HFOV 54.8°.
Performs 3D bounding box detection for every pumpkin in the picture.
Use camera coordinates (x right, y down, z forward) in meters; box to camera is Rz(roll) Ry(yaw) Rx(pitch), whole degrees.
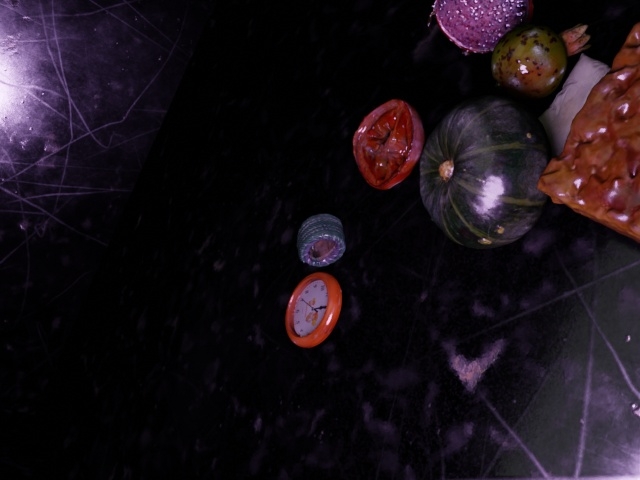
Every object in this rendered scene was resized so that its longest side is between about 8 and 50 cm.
[{"bbox_3d":[0.325,-0.130,1.217,0.300,0.207,0.301,-24,63,61],"label":"pumpkin"}]

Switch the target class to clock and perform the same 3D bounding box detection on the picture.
[{"bbox_3d":[-0.018,0.181,1.624,0.205,0.051,0.205,-30,49,40],"label":"clock"}]

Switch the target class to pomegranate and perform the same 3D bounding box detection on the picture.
[{"bbox_3d":[0.445,-0.373,1.257,0.205,0.159,0.159,-27,46,7],"label":"pomegranate"}]

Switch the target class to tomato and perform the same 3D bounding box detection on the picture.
[{"bbox_3d":[0.185,-0.235,1.555,0.228,0.101,0.228,-21,64,50],"label":"tomato"}]

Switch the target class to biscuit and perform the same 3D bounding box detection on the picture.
[{"bbox_3d":[0.577,-0.135,0.933,0.343,0.166,0.395,-58,38,10],"label":"biscuit"}]

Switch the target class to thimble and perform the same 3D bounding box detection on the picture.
[{"bbox_3d":[0.002,-0.001,1.642,0.090,0.118,0.135,-97,29,-41],"label":"thimble"}]

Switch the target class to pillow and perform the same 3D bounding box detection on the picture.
[{"bbox_3d":[0.490,-0.239,1.204,0.230,0.050,0.148,-57,31,19],"label":"pillow"}]

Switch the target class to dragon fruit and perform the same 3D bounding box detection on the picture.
[{"bbox_3d":[0.383,-0.553,1.414,0.148,0.218,0.224,-55,-1,-39],"label":"dragon fruit"}]
